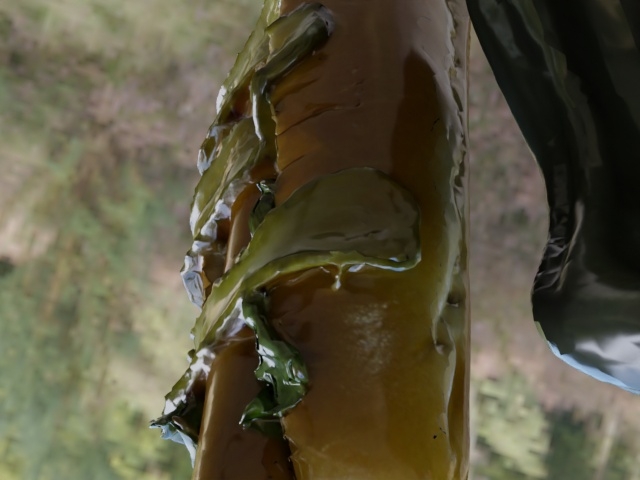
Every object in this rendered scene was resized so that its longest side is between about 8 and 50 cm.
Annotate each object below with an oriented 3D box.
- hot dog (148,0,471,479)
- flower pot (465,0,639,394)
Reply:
[{"bbox_3d":[0.000,0.000,0.524,0.072,0.109,0.269,16,-142,-10],"label":"hot dog"},{"bbox_3d":[0.167,-0.069,0.417,0.213,0.302,0.302,5,177,-13],"label":"flower pot"}]
